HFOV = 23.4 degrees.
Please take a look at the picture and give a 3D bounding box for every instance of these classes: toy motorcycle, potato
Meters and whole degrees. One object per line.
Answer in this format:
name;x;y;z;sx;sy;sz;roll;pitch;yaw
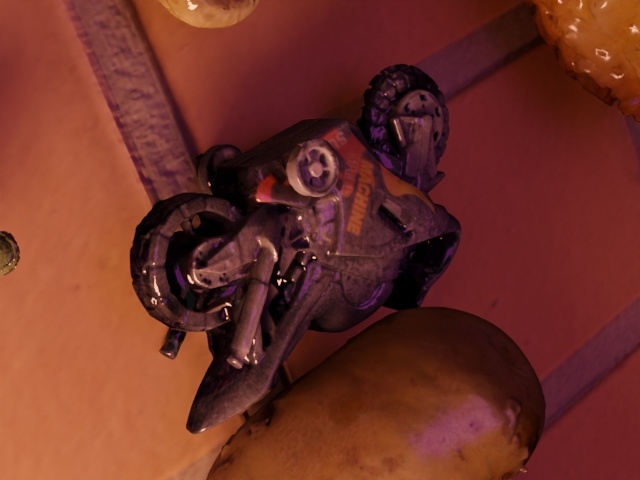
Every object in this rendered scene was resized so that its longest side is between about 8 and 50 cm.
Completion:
toy motorcycle;0.000;0.000;1.076;0.307;0.108;0.173;-34;113;-35
potato;0.030;0.150;1.022;0.262;0.165;0.165;-41;114;-9

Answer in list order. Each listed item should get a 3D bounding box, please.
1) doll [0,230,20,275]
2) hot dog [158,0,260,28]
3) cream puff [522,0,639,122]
doll;-0.250;0.035;0.890;0.115;0.077;0.150;37;69;10
hot dog;-0.114;-0.252;1.017;0.084;0.073;0.242;-31;103;-42
cream puff;0.271;-0.257;1.244;0.343;0.231;0.327;1;91;-47
